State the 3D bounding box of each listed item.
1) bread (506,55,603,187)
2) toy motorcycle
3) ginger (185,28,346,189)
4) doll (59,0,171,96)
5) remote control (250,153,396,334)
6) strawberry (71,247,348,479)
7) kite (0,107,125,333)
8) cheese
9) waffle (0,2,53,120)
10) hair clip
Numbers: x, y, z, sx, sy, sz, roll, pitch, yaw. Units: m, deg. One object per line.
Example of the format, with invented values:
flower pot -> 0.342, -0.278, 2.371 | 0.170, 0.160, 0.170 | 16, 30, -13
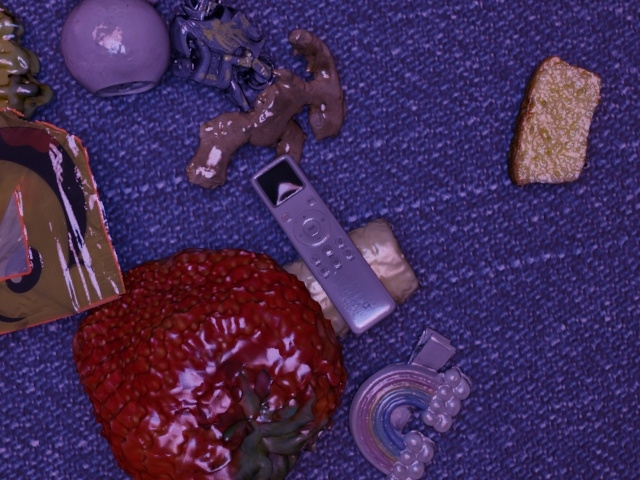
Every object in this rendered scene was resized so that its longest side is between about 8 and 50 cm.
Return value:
bread -> 0.321, -0.156, 1.257 | 0.103, 0.065, 0.187 | 11, 86, -4
toy motorcycle -> -0.139, -0.249, 1.201 | 0.124, 0.061, 0.193 | -45, 130, -8
ginger -> -0.063, -0.150, 1.224 | 0.259, 0.065, 0.149 | -47, 115, -3
doll -> -0.281, -0.337, 1.186 | 0.151, 0.151, 0.287 | -9, 92, -3
remote control -> 0.000, 0.000, 1.170 | 0.067, 0.029, 0.261 | -34, 72, -1
strawberry -> -0.146, 0.154, 1.133 | 0.351, 0.267, 0.312 | 35, 79, 31
kite -> -0.413, -0.006, 1.148 | 0.377, 0.013, 0.328 | 27, 99, 8
cheese -> 0.038, 0.054, 1.220 | 0.167, 0.094, 0.123 | -28, 97, 0
waffle -> -0.529, -0.198, 1.211 | 0.297, 0.073, 0.317 | 44, 88, 2
hair clip -> 0.116, 0.225, 1.241 | 0.140, 0.054, 0.220 | 30, 90, -8
